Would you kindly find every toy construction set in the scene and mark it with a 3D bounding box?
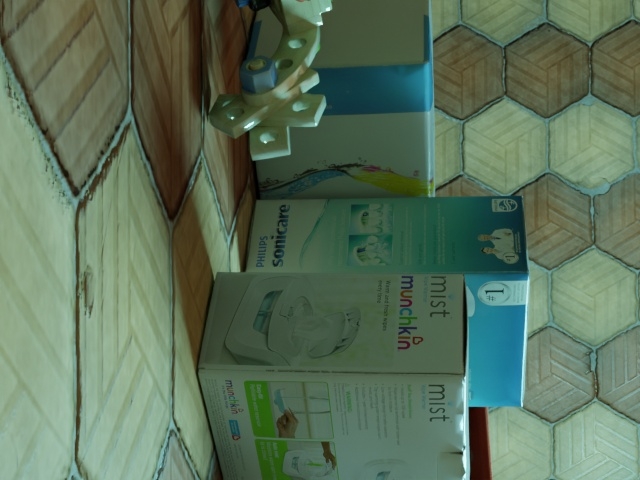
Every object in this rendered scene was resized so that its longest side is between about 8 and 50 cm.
[{"bbox_3d":[-0.032,-0.240,1.067,0.215,0.151,0.328,-121,-152,-48],"label":"toy construction set"}]

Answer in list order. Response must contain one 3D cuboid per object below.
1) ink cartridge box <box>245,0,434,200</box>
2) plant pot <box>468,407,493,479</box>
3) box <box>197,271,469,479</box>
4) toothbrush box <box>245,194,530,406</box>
[{"bbox_3d":[0.032,-0.131,1.432,0.198,0.197,0.270,-84,171,-53],"label":"ink cartridge box"},{"bbox_3d":[0.143,0.396,2.229,0.236,0.267,0.267,170,-84,-80],"label":"plant pot"},{"bbox_3d":[0.023,0.161,1.164,0.262,0.231,0.127,82,9,-45],"label":"box"},{"bbox_3d":[0.077,0.071,1.378,0.126,0.295,0.216,-86,172,-47],"label":"toothbrush box"}]
